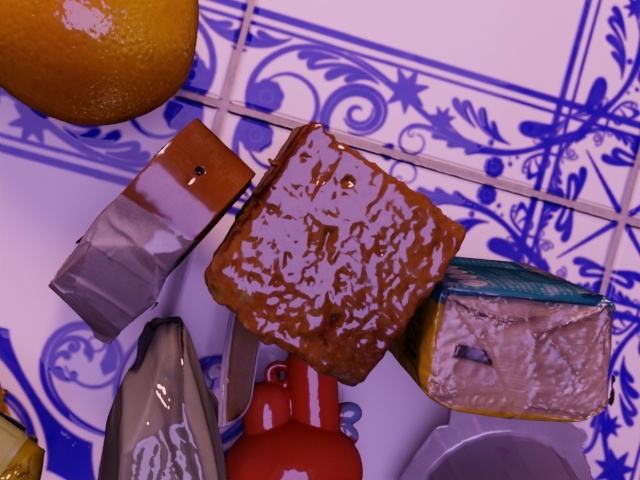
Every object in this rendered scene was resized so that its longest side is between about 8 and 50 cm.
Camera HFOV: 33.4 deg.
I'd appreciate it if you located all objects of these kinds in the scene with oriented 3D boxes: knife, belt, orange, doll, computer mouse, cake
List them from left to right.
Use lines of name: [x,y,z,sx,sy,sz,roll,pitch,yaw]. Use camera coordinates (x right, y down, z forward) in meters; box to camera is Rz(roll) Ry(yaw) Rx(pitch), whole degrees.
orange: [-0.238,-0.227,1.093,0.236,0.236,0.236,0,93,-8]
belt: [-0.178,-0.007,1.108,0.105,0.184,0.261,44,117,-7]
computer mouse: [-0.163,0.297,1.127,0.145,0.228,0.429,8,90,-13]
knife: [-0.082,0.090,1.158,0.046,0.022,0.256,35,48,-34]
doll: [-0.030,0.259,1.190,0.161,0.130,0.290,-3,87,-5]
cake: [0.000,0.000,1.100,0.196,0.293,0.199,31,94,-9]

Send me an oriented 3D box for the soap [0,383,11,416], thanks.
soap: [-0.495,0.220,1.137,0.324,0.096,0.204,-17,94,-7]

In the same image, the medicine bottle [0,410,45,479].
medicine bottle: [-0.386,0.193,1.045,0.239,0.124,0.124,36,87,-8]

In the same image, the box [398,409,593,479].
box: [0.222,0.320,1.161,0.262,0.206,0.291,-9,108,-6]

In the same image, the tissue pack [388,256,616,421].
tissue pack: [0.176,0.095,1.140,0.192,0.271,0.134,4,96,-7]
